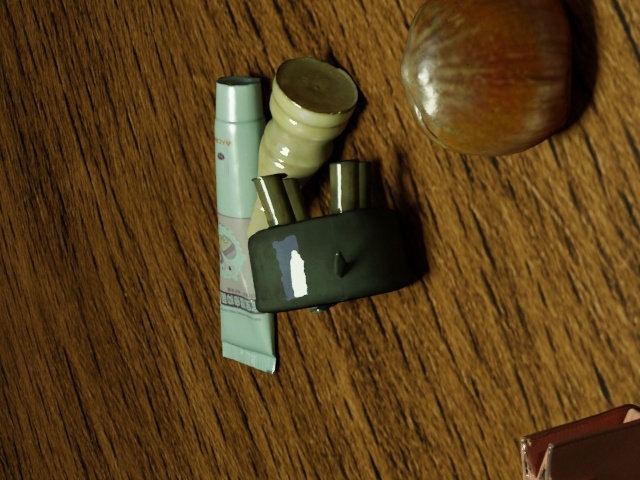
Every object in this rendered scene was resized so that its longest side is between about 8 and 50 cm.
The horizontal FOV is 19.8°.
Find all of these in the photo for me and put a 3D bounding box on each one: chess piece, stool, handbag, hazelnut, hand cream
[{"bbox_3d":[-0.030,-0.086,1.900,0.090,0.090,0.200,56,141,35],"label":"chess piece"},{"bbox_3d":[-0.009,0.001,1.819,0.228,0.153,0.139,-15,85,58],"label":"stool"},{"bbox_3d":[0.229,0.248,1.491,0.059,0.157,0.212,10,108,54],"label":"handbag"},{"bbox_3d":[0.142,-0.146,1.553,0.150,0.150,0.150,20,114,55],"label":"hazelnut"},{"bbox_3d":[-0.082,-0.017,2.039,0.085,0.058,0.331,13,114,39],"label":"hand cream"}]
